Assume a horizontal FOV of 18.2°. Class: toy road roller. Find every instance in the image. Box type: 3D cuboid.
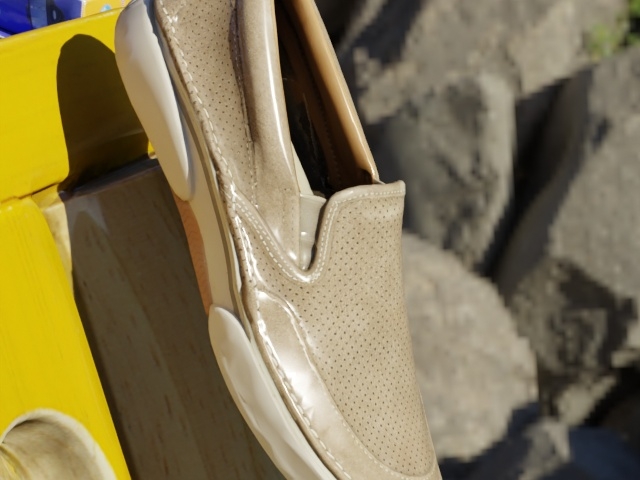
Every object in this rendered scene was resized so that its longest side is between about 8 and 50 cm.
[{"bbox_3d":[-0.153,0.085,0.448,0.241,0.202,0.329,-13,8,26],"label":"toy road roller"}]

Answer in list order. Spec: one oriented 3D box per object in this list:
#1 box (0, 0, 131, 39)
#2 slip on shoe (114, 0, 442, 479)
[{"bbox_3d":[-0.082,-0.099,0.768,0.081,0.028,0.136,23,26,33],"label":"box"},{"bbox_3d":[0.000,0.000,0.436,0.041,0.135,0.051,-26,-10,29],"label":"slip on shoe"}]
